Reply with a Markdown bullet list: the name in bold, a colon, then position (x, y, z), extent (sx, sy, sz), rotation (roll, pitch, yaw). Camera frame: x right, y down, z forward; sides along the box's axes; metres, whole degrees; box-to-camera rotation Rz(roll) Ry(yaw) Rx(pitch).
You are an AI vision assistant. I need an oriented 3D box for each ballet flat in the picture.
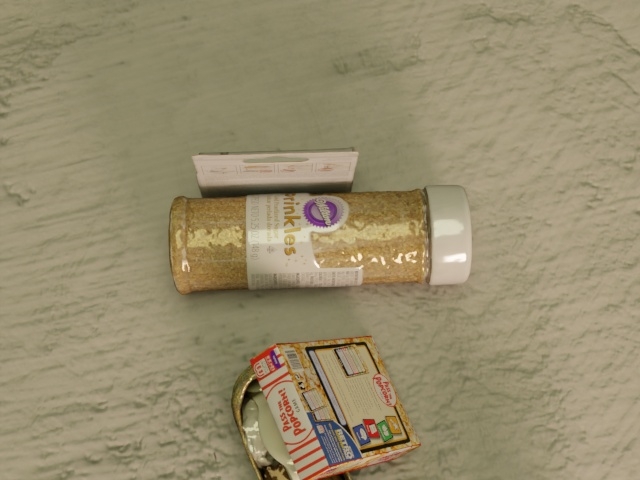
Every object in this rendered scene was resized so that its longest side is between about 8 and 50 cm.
- **ballet flat**: position (-0.007, 0.292, 1.288), extent (0.123, 0.123, 0.349), rotation (-24, 73, -9)

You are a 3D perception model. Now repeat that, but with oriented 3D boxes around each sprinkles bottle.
- **sprinkles bottle**: position (0.000, 0.000, 1.385), extent (0.355, 0.121, 0.121), rotation (-3, 71, -1)

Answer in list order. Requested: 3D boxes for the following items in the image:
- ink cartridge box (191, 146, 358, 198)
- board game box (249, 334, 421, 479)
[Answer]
- **ink cartridge box**: position (-0.052, -0.093, 1.357), extent (0.189, 0.232, 0.066), rotation (-2, 74, -2)
- **board game box**: position (0.021, 0.184, 1.293), extent (0.045, 0.193, 0.147), rotation (-35, 69, 29)
